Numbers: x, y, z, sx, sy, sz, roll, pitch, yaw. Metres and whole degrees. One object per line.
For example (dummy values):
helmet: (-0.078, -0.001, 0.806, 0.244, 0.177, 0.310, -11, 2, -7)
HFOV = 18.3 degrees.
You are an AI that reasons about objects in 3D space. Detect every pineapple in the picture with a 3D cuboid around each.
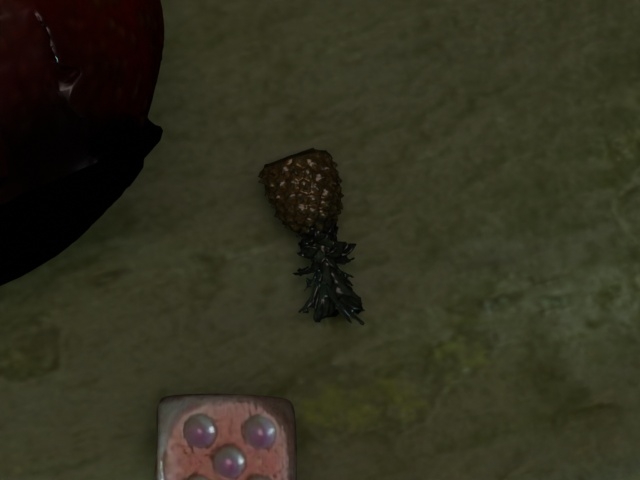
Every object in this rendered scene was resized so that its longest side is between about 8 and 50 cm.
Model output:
pineapple: (0.000, 0.000, 1.370, 0.058, 0.058, 0.124, -18, 94, -8)

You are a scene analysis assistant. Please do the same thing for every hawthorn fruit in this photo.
hawthorn fruit: (-0.234, -0.114, 1.246, 0.316, 0.316, 0.316, 1, 80, -5)

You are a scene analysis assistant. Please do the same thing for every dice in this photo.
dice: (-0.064, 0.150, 1.309, 0.091, 0.093, 0.094, 2, 79, -5)
